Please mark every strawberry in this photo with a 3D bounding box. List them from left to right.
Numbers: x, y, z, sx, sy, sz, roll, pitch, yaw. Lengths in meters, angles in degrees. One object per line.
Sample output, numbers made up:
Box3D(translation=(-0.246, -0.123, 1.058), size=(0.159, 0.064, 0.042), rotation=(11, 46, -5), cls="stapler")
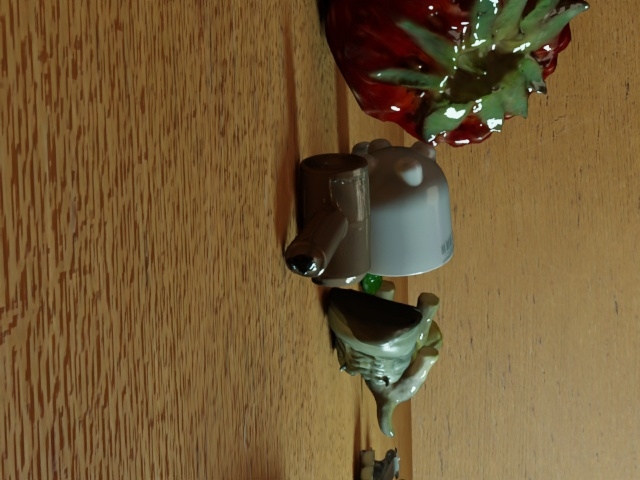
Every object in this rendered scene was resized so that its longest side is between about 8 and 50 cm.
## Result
Box3D(translation=(0.110, -0.299, 1.415), size=(0.345, 0.295, 0.317), rotation=(54, 4, 33), cls="strawberry")

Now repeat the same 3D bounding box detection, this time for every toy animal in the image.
Box3D(translation=(0.117, 0.156, 1.870), size=(0.233, 0.121, 0.168), rotation=(-71, 170, -64), cls="toy animal")

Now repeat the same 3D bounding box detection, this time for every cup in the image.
Box3D(translation=(0.097, -0.055, 1.616), size=(0.173, 0.134, 0.141), rotation=(-74, 160, -65), cls="cup")

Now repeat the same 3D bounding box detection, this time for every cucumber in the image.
Box3D(translation=(0.067, 0.026, 1.766), size=(0.155, 0.037, 0.037), rotation=(81, 10, -47), cls="cucumber")

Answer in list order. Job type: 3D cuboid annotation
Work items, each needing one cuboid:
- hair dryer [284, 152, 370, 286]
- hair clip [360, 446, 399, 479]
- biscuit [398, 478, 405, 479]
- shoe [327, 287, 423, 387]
Box3D(translation=(0.000, 0.000, 1.111), size=(0.181, 0.064, 0.117), rotation=(-53, 144, -67), cls="hair dryer")
Box3D(translation=(0.071, 0.366, 1.680), size=(0.220, 0.054, 0.140), rotation=(-81, 173, -46), cls="hair clip")
Box3D(translation=(0.115, 0.436, 1.803), size=(0.277, 0.052, 0.262), rotation=(-70, 171, -74), cls="biscuit")
Box3D(translation=(0.058, 0.109, 1.406), size=(0.275, 0.103, 0.098), rotation=(22, 80, -81), cls="shoe")
